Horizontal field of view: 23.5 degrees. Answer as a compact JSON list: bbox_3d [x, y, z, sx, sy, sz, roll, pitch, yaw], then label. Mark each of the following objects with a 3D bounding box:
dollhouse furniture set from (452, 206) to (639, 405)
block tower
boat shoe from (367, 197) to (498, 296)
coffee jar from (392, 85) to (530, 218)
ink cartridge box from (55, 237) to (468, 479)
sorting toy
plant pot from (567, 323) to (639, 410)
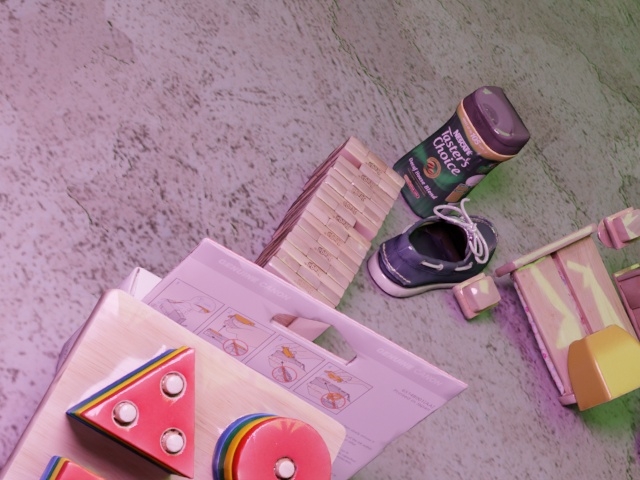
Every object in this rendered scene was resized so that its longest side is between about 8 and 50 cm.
[{"bbox_3d":[0.355,0.144,2.030,0.356,0.174,0.303,-22,87,-23],"label":"dollhouse furniture set"},{"bbox_3d":[0.000,0.000,1.757,0.097,0.091,0.335,40,35,-8],"label":"block tower"},{"bbox_3d":[0.158,0.004,1.926,0.254,0.079,0.095,-9,63,-50],"label":"boat shoe"},{"bbox_3d":[0.181,-0.113,1.974,0.079,0.184,0.096,-5,59,-49],"label":"coffee jar"},{"bbox_3d":[-0.055,0.116,1.434,0.296,0.261,0.066,31,38,-22],"label":"ink cartridge box"},{"bbox_3d":[-0.124,0.211,1.300,0.257,0.089,0.255,33,74,-18],"label":"sorting toy"},{"bbox_3d":[0.352,0.151,1.892,0.082,0.081,0.083,-20,82,-23],"label":"plant pot"}]
